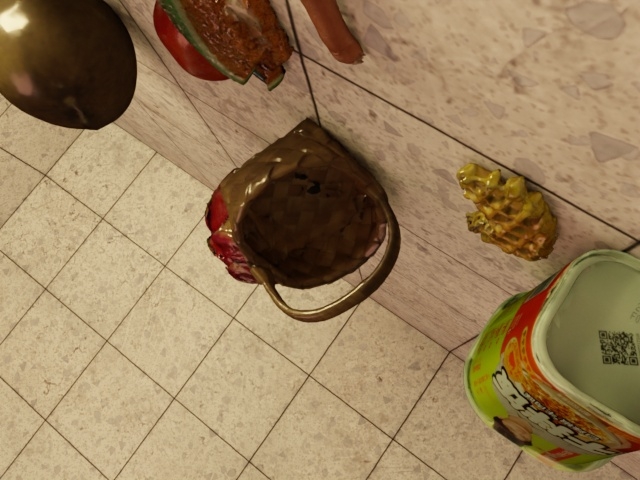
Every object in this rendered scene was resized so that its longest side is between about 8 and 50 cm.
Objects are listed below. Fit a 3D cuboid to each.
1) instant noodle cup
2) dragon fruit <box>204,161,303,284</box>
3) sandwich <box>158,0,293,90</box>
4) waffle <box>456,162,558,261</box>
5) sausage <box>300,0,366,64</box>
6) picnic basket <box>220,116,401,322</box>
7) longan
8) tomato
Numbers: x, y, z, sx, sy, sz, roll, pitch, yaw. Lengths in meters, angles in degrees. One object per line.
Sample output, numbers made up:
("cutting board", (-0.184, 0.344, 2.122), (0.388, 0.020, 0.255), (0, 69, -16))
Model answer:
("instant noodle cup", (0.372, 0.171, 0.726), (0.294, 0.294, 0.308), (33, 164, 18))
("dragon fruit", (-0.133, -0.043, 1.269), (0.329, 0.329, 0.329), (35, 171, 6))
("sandwich", (-0.126, -0.291, 0.710), (0.159, 0.079, 0.235), (30, 169, 33))
("waffle", (0.251, -0.034, 0.716), (0.149, 0.051, 0.194), (27, 168, 40))
("sausage", (0.005, -0.251, 0.558), (0.042, 0.036, 0.158), (44, 179, 39))
("picnic basket", (0.000, 0.000, 0.932), (0.337, 0.293, 0.337), (52, -169, -15))
("longan", (-0.554, -0.395, 1.105), (0.319, 0.319, 0.319), (35, 171, 6))
("tomato", (-0.203, -0.322, 0.840), (0.166, 0.082, 0.174), (25, 164, 49))
